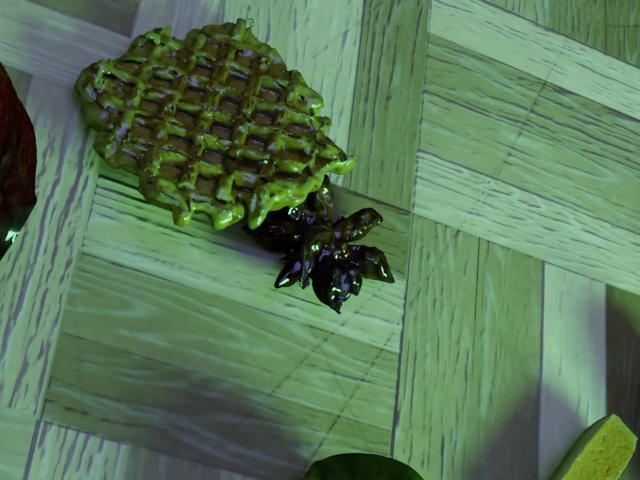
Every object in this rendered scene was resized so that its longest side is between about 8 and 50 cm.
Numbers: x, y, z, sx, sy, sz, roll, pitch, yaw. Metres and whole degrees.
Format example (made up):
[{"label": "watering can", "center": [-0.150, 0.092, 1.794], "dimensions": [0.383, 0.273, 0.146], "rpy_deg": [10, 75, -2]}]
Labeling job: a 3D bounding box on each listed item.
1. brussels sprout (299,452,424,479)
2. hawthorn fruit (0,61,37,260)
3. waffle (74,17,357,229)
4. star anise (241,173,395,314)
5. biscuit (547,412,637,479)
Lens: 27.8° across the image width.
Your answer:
[{"label": "brussels sprout", "center": [0.038, 0.270, 1.096], "dimensions": [0.145, 0.131, 0.183], "rpy_deg": [13, 54, -16]}, {"label": "hawthorn fruit", "center": [-0.347, -0.091, 1.037], "dimensions": [0.210, 0.230, 0.266], "rpy_deg": [-41, 62, -3]}, {"label": "waffle", "center": [-0.103, -0.115, 1.254], "dimensions": [0.254, 0.052, 0.245], "rpy_deg": [-24, 64, -37]}, {"label": "star anise", "center": [0.000, 0.001, 1.269], "dimensions": [0.167, 0.057, 0.168], "rpy_deg": [21, 46, -23]}, {"label": "biscuit", "center": [0.245, 0.247, 1.269], "dimensions": [0.052, 0.056, 0.188], "rpy_deg": [45, 54, 2]}]
